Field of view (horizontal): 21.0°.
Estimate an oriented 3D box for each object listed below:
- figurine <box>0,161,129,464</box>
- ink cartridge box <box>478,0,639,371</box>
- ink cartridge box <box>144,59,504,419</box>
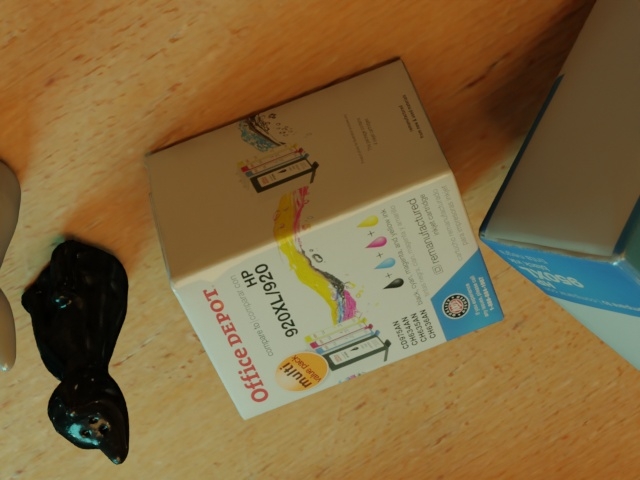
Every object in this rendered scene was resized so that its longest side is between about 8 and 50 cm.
[{"bbox_3d":[-0.230,0.056,1.355,0.092,0.209,0.215,-36,126,13],"label":"figurine"},{"bbox_3d":[0.356,-0.015,1.410,0.395,0.166,0.285,38,74,-34],"label":"ink cartridge box"},{"bbox_3d":[0.000,0.000,1.401,0.232,0.168,0.171,-21,129,2],"label":"ink cartridge box"}]
